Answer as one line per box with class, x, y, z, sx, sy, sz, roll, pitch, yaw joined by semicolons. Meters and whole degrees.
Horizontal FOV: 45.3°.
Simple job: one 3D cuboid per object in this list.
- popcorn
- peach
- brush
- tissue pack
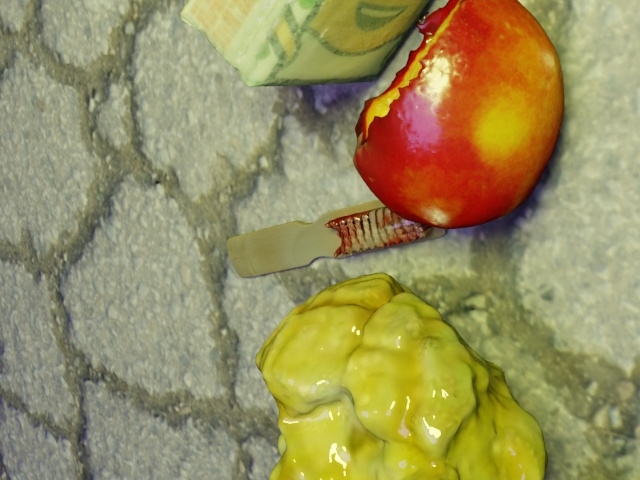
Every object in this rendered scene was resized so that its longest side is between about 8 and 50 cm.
popcorn;0.096;0.192;0.785;0.293;0.292;0.334;-29;79;45
peach;0.123;-0.131;0.727;0.196;0.190;0.226;9;115;42
brush;0.000;0.000;0.940;0.321;0.050;0.060;-13;99;37
tissue pack;0.042;-0.294;0.713;0.128;0.228;0.311;48;124;15
